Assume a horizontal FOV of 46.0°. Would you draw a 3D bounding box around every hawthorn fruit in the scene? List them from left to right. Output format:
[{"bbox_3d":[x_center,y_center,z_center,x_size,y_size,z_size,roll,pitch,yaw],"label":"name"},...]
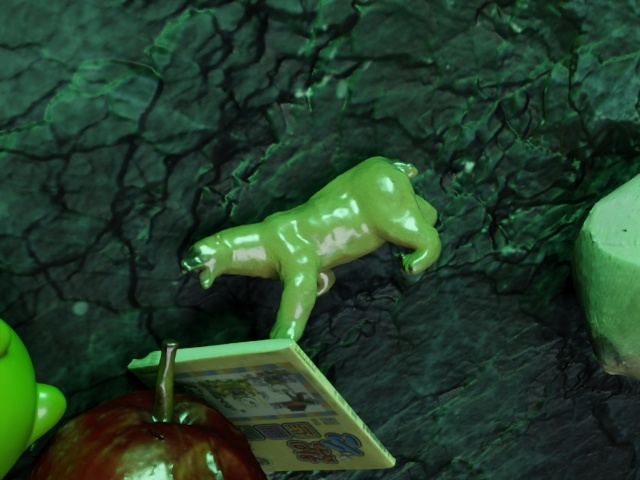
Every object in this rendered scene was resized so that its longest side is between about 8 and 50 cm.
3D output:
[{"bbox_3d":[-0.136,0.206,0.583,0.210,0.230,0.266,3,104,2],"label":"hawthorn fruit"}]

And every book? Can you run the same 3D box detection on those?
[{"bbox_3d":[-0.048,0.149,0.651,0.168,0.013,0.192,-11,133,29],"label":"book"}]

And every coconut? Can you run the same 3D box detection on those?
[{"bbox_3d":[0.352,0.039,0.728,0.230,0.227,0.227,-33,127,-6],"label":"coconut"}]

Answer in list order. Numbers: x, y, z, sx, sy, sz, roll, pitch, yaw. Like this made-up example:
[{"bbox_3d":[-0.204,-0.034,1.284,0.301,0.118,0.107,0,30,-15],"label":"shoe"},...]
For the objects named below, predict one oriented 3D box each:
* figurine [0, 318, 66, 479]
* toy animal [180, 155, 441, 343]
[{"bbox_3d":[-0.313,0.124,0.499,0.263,0.143,0.162,-18,129,-2],"label":"figurine"},{"bbox_3d":[0.000,0.000,0.617,0.219,0.103,0.101,-29,107,-7],"label":"toy animal"}]
